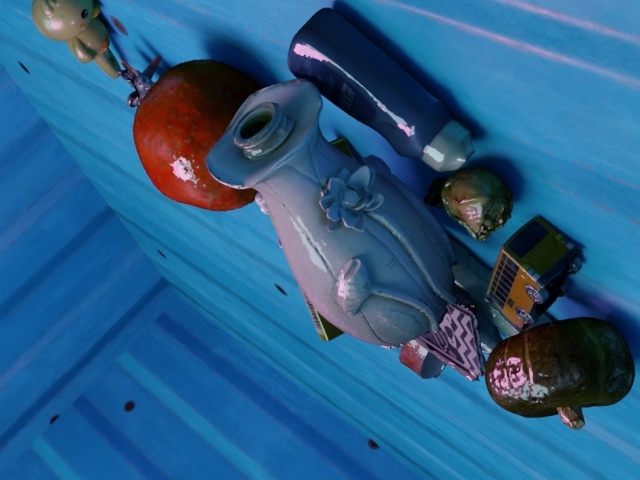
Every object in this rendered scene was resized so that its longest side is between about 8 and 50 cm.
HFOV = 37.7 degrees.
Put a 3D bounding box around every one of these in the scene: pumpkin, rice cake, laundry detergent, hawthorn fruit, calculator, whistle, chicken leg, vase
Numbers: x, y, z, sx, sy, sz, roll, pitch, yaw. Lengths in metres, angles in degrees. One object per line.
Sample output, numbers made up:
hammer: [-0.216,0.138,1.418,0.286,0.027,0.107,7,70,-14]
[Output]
pumpkin: [0.368,0.204,1.405,0.219,0.219,0.162,97,165,-70]
rice cake: [0.257,0.070,1.581,0.336,0.066,0.063,39,165,11]
laundry detergent: [0.086,-0.191,1.295,0.290,0.094,0.143,41,162,11]
hawthorn fruit: [-0.190,-0.179,1.686,0.299,0.275,0.275,37,164,50]
calculator: [0.192,0.131,1.653,0.274,0.028,0.166,34,144,51]
whistle: [-0.508,-0.461,2.038,0.141,0.141,0.294,29,177,41]
whistle: [0.253,0.152,1.744,0.269,0.093,0.180,37,-174,22]
chicken leg: [0.213,-0.055,1.352,0.103,0.088,0.227,31,174,-10]
vase: [0.023,-0.030,1.400,0.250,0.250,0.445,24,161,48]

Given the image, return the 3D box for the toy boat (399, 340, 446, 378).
toy boat: [0.162,0.162,2.039,0.282,0.096,0.206,48,162,33]

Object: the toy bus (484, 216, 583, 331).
toy bus: [0.305,0.052,1.373,0.103,0.091,0.182,45,163,20]

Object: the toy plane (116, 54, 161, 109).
toy plane: [-0.345,-0.283,2.066,0.223,0.104,0.326,38,163,18]

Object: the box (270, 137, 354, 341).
box: [0.021,-0.001,1.616,0.043,0.173,0.311,6,120,66]
